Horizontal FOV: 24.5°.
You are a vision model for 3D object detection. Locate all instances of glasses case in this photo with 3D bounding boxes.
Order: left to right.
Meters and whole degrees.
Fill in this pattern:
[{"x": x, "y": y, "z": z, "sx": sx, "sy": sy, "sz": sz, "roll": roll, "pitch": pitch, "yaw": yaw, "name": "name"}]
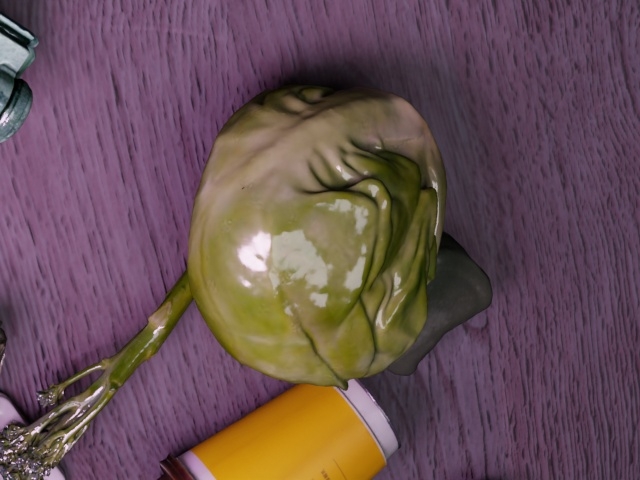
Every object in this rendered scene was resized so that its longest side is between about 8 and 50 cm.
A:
[{"x": -0.348, "y": 0.240, "z": 1.672, "sx": 0.063, "sy": 0.041, "sz": 0.164, "roll": -34, "pitch": 120, "yaw": -8, "name": "glasses case"}]

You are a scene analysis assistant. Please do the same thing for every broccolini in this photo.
[{"x": -0.226, "y": 0.112, "z": 1.638, "sx": 0.074, "sy": 0.079, "sz": 0.392, "roll": 42, "pitch": 80, "yaw": -27, "name": "broccolini"}]

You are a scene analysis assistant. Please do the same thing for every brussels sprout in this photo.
[{"x": 0.000, "y": 0.000, "z": 1.560, "sx": 0.328, "sy": 0.247, "sz": 0.328, "roll": -41, "pitch": 141, "yaw": -45, "name": "brussels sprout"}]

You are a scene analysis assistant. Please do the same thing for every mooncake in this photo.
[{"x": 0.115, "y": 0.071, "z": 1.747, "sx": 0.175, "sy": 0.104, "sz": 0.168, "roll": -11, "pitch": 114, "yaw": -20, "name": "mooncake"}]

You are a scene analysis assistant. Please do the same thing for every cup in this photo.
[{"x": -0.052, "y": 0.276, "z": 1.736, "sx": 0.279, "sy": 0.196, "sz": 0.196, "roll": -37, "pitch": 122, "yaw": -12, "name": "cup"}]

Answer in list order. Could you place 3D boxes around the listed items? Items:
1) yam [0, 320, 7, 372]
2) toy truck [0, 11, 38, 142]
[{"x": -0.450, "y": 0.206, "z": 1.529, "sx": 0.195, "sy": 0.195, "sz": 0.300, "roll": 12, "pitch": 108, "yaw": -26, "name": "yam"}, {"x": -0.397, "y": -0.116, "z": 1.419, "sx": 0.155, "sy": 0.156, "sz": 0.279, "roll": 32, "pitch": 99, "yaw": -31, "name": "toy truck"}]
